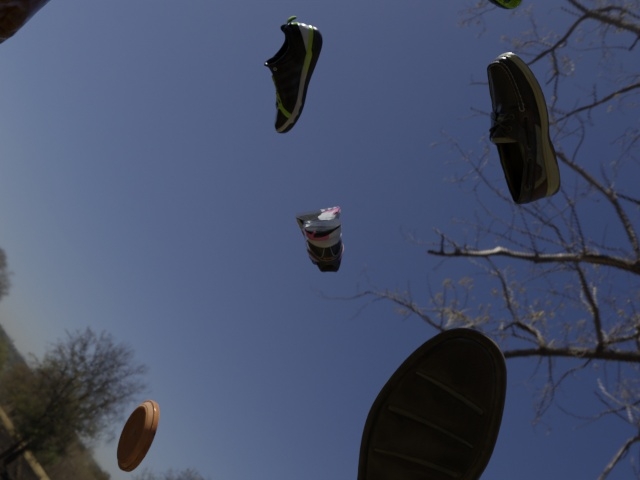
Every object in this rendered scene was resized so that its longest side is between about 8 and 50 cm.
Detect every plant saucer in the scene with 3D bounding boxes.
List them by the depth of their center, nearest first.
[{"bbox_3d":[-0.218,0.229,0.710,0.013,0.083,0.083,30,-18,-29],"label":"plant saucer"}]

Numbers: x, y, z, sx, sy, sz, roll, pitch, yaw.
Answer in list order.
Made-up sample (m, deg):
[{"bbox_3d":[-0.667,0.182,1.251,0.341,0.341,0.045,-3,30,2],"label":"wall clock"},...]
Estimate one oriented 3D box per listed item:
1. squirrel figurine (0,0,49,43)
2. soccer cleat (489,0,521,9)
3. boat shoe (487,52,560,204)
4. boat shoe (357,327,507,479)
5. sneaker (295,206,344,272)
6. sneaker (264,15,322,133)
[{"bbox_3d":[-0.366,-0.277,0.378,0.397,0.281,0.370,6,-35,43],"label":"squirrel figurine"},{"bbox_3d":[0.214,-0.394,0.848,0.179,0.060,0.072,34,8,-17],"label":"soccer cleat"},{"bbox_3d":[0.287,-0.159,0.882,0.224,0.073,0.080,68,-17,-12],"label":"boat shoe"},{"bbox_3d":[0.094,0.222,0.572,0.110,0.104,0.307,25,-83,25],"label":"boat shoe"},{"bbox_3d":[0.000,0.000,0.896,0.178,0.072,0.077,-83,166,-75],"label":"sneaker"},{"bbox_3d":[-0.074,-0.337,1.227,0.084,0.097,0.235,-117,-138,-57],"label":"sneaker"}]
